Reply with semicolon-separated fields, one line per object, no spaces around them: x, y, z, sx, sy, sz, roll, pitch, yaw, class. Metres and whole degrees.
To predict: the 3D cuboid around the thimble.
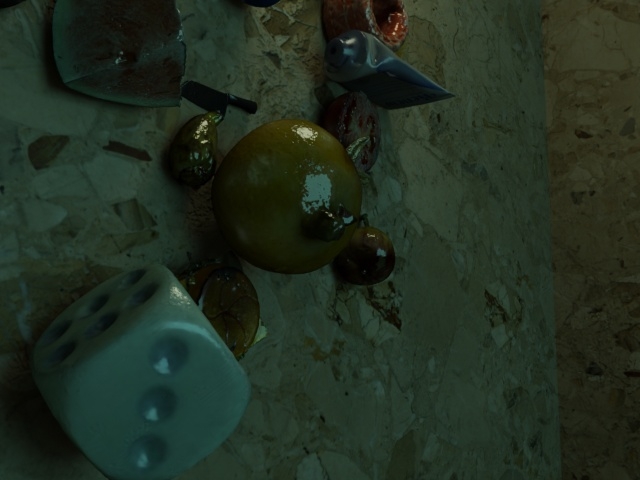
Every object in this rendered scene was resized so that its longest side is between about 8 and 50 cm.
0.123;-0.618;2.055;0.239;0.162;0.239;14;72;-48;thimble

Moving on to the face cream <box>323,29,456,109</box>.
0.164;-0.446;2.026;0.420;0.234;0.137;16;73;-49;face cream

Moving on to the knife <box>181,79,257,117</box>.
-0.230;-0.310;1.659;0.230;0.028;0.060;10;89;-50;knife

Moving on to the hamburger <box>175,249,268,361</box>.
-0.228;0.145;1.493;0.243;0.138;0.262;-29;108;-53;hamburger

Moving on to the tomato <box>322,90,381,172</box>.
0.079;-0.288;2.005;0.225;0.085;0.225;6;82;-56;tomato

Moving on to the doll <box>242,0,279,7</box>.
-0.138;-0.670;1.719;0.215;0.161;0.257;88;12;-67;doll

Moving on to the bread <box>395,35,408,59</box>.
0.228;-0.604;2.277;0.073;0.053;0.214;48;47;-42;bread

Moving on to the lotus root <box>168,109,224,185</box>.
-0.256;-0.200;1.555;0.108;0.094;0.191;69;25;-53;lotus root

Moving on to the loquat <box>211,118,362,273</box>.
-0.054;-0.077;1.551;0.328;0.359;0.328;-14;121;-26;loquat

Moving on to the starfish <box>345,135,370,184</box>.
0.048;-0.171;1.906;0.235;0.062;0.277;-40;132;-14;starfish

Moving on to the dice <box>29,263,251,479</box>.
-0.291;0.215;1.224;0.268;0.264;0.263;-35;115;-12;dice

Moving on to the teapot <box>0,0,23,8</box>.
-0.482;-0.551;1.184;0.239;0.239;0.322;33;58;-47;teapot

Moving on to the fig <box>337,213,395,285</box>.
0.113;0.005;1.975;0.143;0.160;0.231;17;50;-43;fig

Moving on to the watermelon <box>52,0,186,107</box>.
-0.348;-0.371;1.366;0.261;0.201;0.213;-8;82;-49;watermelon
